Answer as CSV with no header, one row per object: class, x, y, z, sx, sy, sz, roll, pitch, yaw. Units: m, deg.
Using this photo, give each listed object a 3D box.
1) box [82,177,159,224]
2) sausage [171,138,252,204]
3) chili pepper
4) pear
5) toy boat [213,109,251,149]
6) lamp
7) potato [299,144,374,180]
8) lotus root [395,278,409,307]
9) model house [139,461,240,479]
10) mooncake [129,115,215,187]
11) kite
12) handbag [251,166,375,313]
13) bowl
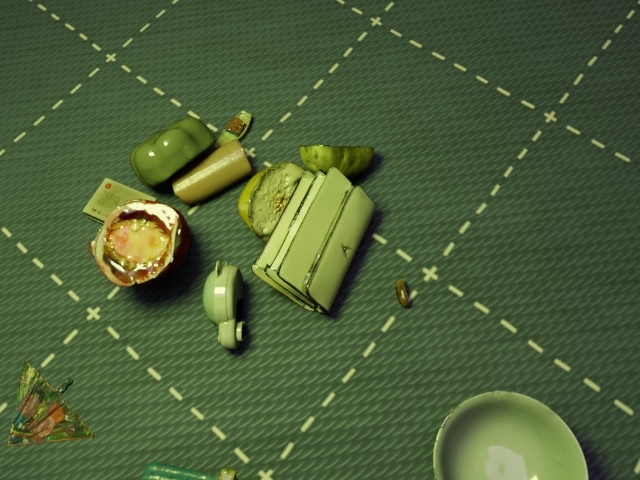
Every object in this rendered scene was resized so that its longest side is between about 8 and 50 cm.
box,-0.628,-0.101,1.754,0.201,0.058,0.141,21,69,13
sausage,-0.346,-0.209,1.744,0.253,0.123,0.123,-29,67,-9
chili pepper,-0.480,0.023,1.581,0.229,0.305,0.251,18,81,4
pear,-0.154,-0.135,1.671,0.178,0.267,0.267,27,69,43
toy boat,-0.291,-0.362,1.838,0.065,0.066,0.172,31,73,14
lamp,-0.269,0.181,1.538,0.108,0.179,0.246,-7,85,6
potato,0.051,-0.236,1.687,0.160,0.271,0.111,7,101,43
lotus root,0.232,0.152,1.578,0.030,0.037,0.083,-14,66,3
model house,-0.335,0.667,1.205,0.334,0.382,0.343,10,72,7
mooncake,-0.464,-0.279,1.707,0.275,0.275,0.135,-38,110,-12
kite,-0.774,0.480,1.528,0.321,0.016,0.234,37,74,19
handbag,0.000,0.000,1.567,0.160,0.236,0.359,2,59,50
bowl,0.436,0.545,1.319,0.345,0.157,0.346,-2,66,5
